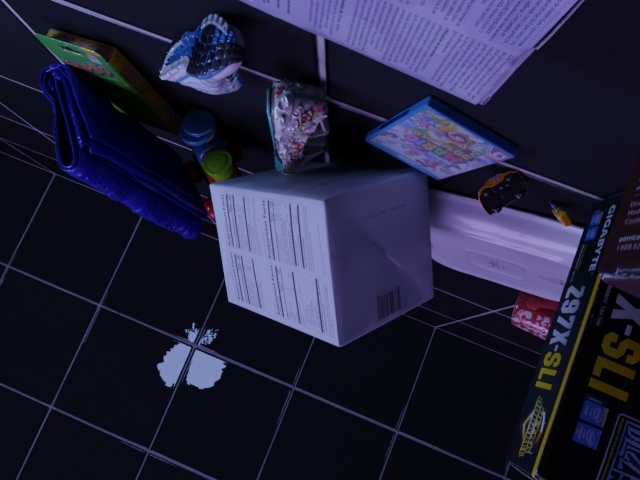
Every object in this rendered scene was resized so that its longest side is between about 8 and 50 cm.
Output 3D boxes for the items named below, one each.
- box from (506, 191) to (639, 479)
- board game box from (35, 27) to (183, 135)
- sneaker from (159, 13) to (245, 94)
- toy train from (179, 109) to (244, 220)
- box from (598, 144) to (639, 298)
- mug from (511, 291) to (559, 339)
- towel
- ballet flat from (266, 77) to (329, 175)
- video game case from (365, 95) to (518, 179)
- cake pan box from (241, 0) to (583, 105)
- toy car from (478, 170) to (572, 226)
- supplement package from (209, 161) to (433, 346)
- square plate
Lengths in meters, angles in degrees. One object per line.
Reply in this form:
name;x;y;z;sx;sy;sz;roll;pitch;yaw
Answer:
box;0.378;0.141;0.609;0.257;0.322;0.079;23;172;-1
board game box;-0.327;-0.253;0.911;0.124;0.039;0.259;20;173;16
sneaker;-0.116;-0.203;0.648;0.082;0.071;0.190;21;-179;-33
toy train;-0.151;-0.091;0.932;0.248;0.105;0.143;59;171;24
box;0.324;-0.015;0.337;0.203;0.167;0.168;24;170;-10
mug;0.473;0.142;1.101;0.169;0.113;0.150;22;138;32
towel;-0.313;-0.144;0.948;0.308;0.076;0.228;41;-160;-59
ballet flat;-0.028;-0.138;0.743;0.077;0.091;0.241;-3;175;-3
video game case;0.136;-0.115;0.673;0.119;0.015;0.166;25;170;-15
cake pan box;0.036;-0.194;0.326;0.245;0.070;0.267;25;170;0
toy car;0.248;-0.043;0.703;0.122;0.060;0.041;33;-161;-19
supplement package;0.000;0.000;0.839;0.199;0.198;0.262;-20;-159;-38
square plate;0.300;0.020;0.939;0.343;0.049;0.347;19;170;25
